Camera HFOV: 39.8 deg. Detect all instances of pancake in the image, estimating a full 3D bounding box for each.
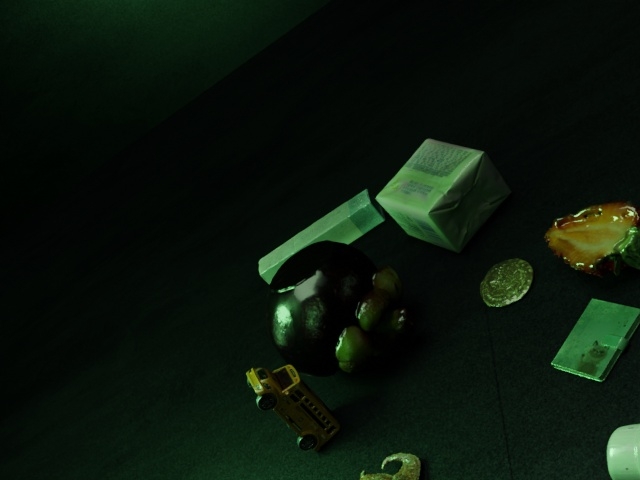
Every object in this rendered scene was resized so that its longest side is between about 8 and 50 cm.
[{"bbox_3d":[0.339,0.077,1.615,0.115,0.011,0.115,-30,32,21],"label":"pancake"}]

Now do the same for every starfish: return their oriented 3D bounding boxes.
[{"bbox_3d":[0.122,0.415,1.420,0.150,0.053,0.210,-40,23,-22],"label":"starfish"}]

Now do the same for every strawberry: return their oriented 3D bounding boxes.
[{"bbox_3d":[0.475,0.005,1.475,0.192,0.085,0.140,-28,40,34],"label":"strawberry"}]

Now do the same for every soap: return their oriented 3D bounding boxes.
[{"bbox_3d":[0.252,-0.096,1.815,0.182,0.138,0.199,-50,31,-10],"label":"soap"}]

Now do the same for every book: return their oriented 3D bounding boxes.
[{"bbox_3d":[0.438,0.155,1.392,0.135,0.017,0.103,-52,30,-16],"label":"book"}]

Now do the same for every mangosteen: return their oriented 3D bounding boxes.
[{"bbox_3d":[0.033,0.128,1.694,0.288,0.233,0.287,-25,13,6],"label":"mangosteen"}]

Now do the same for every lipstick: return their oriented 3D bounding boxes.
[{"bbox_3d":[0.000,0.000,2.061,0.317,0.068,0.066,-33,32,16],"label":"lipstick"}]

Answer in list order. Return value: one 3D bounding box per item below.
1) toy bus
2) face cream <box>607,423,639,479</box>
[{"bbox_3d":[-0.051,0.295,1.614,0.088,0.194,0.083,-39,30,0],"label":"toy bus"},{"bbox_3d":[0.519,0.260,1.078,0.346,0.102,0.102,-11,42,40],"label":"face cream"}]
